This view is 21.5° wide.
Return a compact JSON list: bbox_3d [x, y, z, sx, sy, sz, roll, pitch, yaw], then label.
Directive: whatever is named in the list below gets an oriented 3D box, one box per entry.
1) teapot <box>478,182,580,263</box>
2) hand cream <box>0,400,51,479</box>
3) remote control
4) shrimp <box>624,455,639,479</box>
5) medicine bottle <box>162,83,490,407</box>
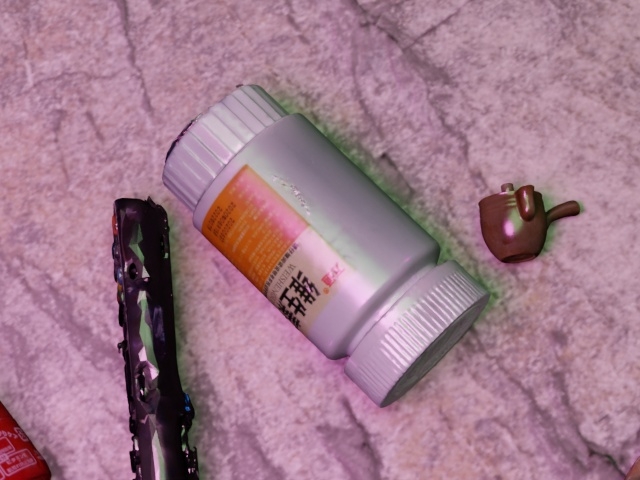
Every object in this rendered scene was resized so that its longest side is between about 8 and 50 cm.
[{"bbox_3d":[0.218,-0.022,1.707,0.110,0.085,0.080,-1,74,-21],"label":"teapot"},{"bbox_3d":[-0.356,0.226,1.563,0.193,0.193,0.125,-36,78,-11],"label":"hand cream"},{"bbox_3d":[-0.155,0.156,1.613,0.062,0.144,0.399,-5,75,-10],"label":"remote control"},{"bbox_3d":[0.415,0.348,1.602,0.247,0.085,0.360,-18,71,-13],"label":"shrimp"},{"bbox_3d":[0.000,0.000,1.652,0.158,0.158,0.318,-43,78,-12],"label":"medicine bottle"}]
